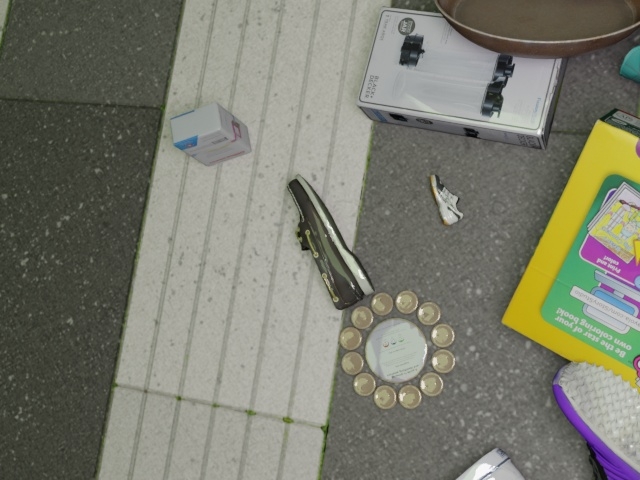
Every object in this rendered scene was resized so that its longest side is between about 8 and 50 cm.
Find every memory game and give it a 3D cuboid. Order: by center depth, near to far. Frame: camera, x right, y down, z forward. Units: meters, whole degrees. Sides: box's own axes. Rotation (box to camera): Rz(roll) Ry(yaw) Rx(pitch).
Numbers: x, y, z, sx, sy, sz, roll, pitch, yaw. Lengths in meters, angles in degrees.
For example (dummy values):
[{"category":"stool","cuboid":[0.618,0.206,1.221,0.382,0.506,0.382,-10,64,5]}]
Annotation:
[{"category":"memory game","cuboid":[0.118,0.167,1.225,0.186,0.012,0.186,-3,80,18]}]

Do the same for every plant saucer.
[{"category":"plant saucer","cuboid":[0.317,-0.338,1.142,0.310,0.050,0.311,-3,41,3]}]

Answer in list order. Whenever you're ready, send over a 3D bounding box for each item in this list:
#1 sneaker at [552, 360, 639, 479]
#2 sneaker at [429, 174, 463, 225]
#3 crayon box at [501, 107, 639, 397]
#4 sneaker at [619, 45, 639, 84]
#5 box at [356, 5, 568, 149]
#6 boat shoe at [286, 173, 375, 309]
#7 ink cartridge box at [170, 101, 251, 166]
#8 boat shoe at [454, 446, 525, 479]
[{"category":"sneaker","cuboid":[0.391,0.293,1.033,0.293,0.102,0.146,44,137,6]},{"category":"sneaker","cuboid":[0.194,-0.065,1.231,0.036,0.032,0.083,-19,80,2]},{"category":"crayon box","cuboid":[0.460,0.054,1.006,0.362,0.106,0.313,30,121,22]},{"category":"sneaker","cuboid":[0.498,-0.203,1.090,0.178,0.124,0.296,11,77,16]},{"category":"box","cuboid":[0.218,-0.248,1.220,0.289,0.087,0.169,12,85,21]},{"category":"boat shoe","cuboid":[0.000,0.000,1.258,0.068,0.081,0.228,-33,74,8]},{"category":"ink cartridge box","cuboid":[-0.181,-0.174,1.332,0.088,0.122,0.052,-17,72,16]},{"category":"boat shoe","cuboid":[0.181,0.404,1.119,0.258,0.095,0.084,-45,65,9]}]
